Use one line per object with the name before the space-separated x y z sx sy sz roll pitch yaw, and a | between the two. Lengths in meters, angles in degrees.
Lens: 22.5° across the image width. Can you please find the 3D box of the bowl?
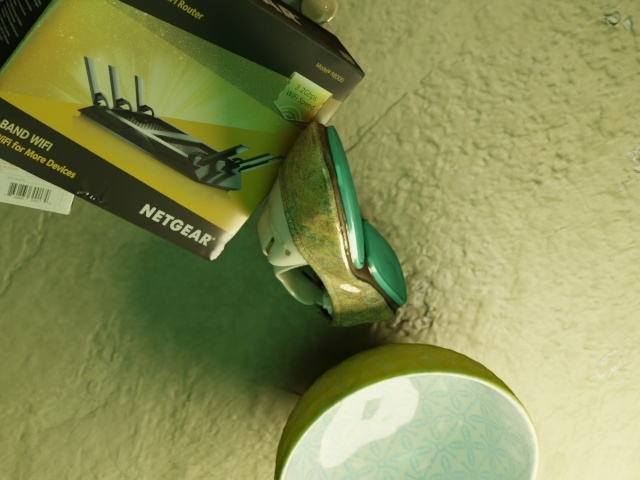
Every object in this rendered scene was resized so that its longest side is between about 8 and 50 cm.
bowl | 0.077 0.213 1.752 0.289 0.156 0.289 -7 124 -10

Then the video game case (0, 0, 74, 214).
video game case | -0.319 -0.139 1.494 0.232 0.042 0.210 10 120 -20

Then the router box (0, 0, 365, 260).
router box | -0.149 -0.143 1.464 0.309 0.081 0.243 27 110 -38

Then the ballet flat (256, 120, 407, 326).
ballet flat | 0.000 0.000 1.564 0.123 0.123 0.348 -25 154 3

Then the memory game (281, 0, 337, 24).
memory game | -0.052 -0.262 1.498 0.186 0.012 0.186 -7 123 -10
